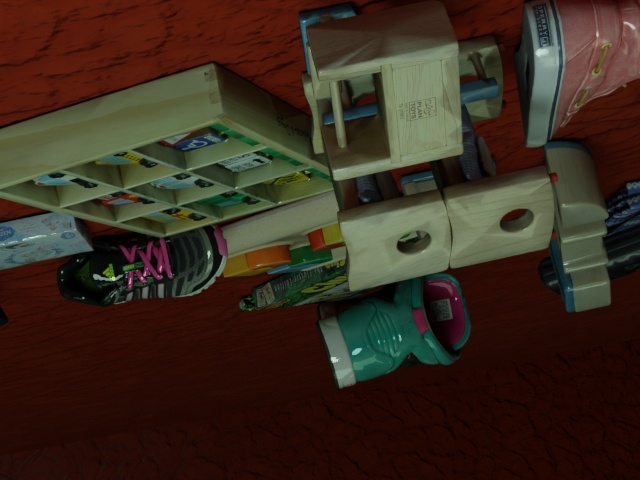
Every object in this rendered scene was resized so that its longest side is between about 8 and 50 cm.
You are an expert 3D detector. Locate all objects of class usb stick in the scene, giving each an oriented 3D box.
[{"bbox_3d":[0.362,-0.002,1.605,0.278,0.045,0.077,-22,159,32],"label":"usb stick"}]

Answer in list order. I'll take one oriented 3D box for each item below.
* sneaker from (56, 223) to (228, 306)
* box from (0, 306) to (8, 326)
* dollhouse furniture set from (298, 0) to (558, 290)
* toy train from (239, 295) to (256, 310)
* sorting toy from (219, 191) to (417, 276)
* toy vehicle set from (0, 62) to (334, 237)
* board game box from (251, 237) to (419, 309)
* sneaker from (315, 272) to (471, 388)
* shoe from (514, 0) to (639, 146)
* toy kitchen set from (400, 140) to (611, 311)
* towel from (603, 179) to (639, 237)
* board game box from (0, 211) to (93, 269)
[{"bbox_3d":[-0.156,0.024,1.275,0.170,0.063,0.075,-13,177,34],"label":"sneaker"},{"bbox_3d":[-0.356,0.090,1.339,0.136,0.036,0.225,-33,175,-3],"label":"box"},{"bbox_3d":[0.059,-0.087,0.872,0.129,0.129,0.184,-12,140,-2],"label":"dollhouse furniture set"},{"bbox_3d":[-0.060,0.072,1.773,0.083,0.017,0.023,-4,178,-36],"label":"toy train"},{"bbox_3d":[0.000,0.000,1.397,0.193,0.038,0.208,-18,168,29],"label":"sorting toy"},{"bbox_3d":[-0.092,-0.053,1.018,0.166,0.035,0.267,-15,169,17],"label":"toy vehicle set"},{"bbox_3d":[0.048,0.028,1.633,0.136,0.030,0.259,-2,166,-34],"label":"board game box"},{"bbox_3d":[0.090,0.100,1.835,0.178,0.124,0.295,-17,-177,1],"label":"sneaker"},{"bbox_3d":[0.167,-0.106,0.945,0.081,0.063,0.178,-7,166,3],"label":"shoe"},{"bbox_3d":[0.166,-0.021,1.361,0.166,0.122,0.207,-12,149,5],"label":"toy kitchen set"},{"bbox_3d":[0.418,-0.032,1.699,0.243,0.040,0.336,-12,169,-5],"label":"towel"},{"bbox_3d":[-0.231,0.001,1.190,0.090,0.020,0.090,-11,169,-3],"label":"board game box"}]
